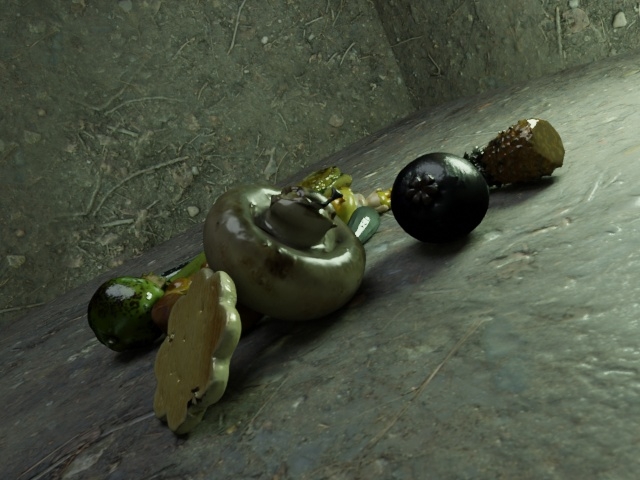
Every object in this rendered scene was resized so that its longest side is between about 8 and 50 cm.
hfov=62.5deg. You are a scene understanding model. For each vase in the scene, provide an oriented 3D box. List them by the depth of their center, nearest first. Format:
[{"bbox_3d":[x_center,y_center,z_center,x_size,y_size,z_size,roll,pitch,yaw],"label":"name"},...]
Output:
[{"bbox_3d":[0.098,-0.013,1.448,0.086,0.086,0.214,-16,21,30],"label":"vase"}]

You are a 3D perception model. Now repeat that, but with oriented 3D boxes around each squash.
[{"bbox_3d":[-0.309,0.082,1.505,0.287,0.137,0.137,-41,10,15],"label":"squash"}]

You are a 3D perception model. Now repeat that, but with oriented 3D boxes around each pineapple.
[{"bbox_3d":[0.460,-0.198,1.408,0.169,0.169,0.340,-37,8,-40],"label":"pineapple"}]

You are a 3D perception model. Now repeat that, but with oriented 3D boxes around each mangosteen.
[{"bbox_3d":[0.276,-0.095,1.217,0.243,0.242,0.243,-23,15,6],"label":"mangosteen"}]

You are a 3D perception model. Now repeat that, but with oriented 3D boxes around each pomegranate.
[{"bbox_3d":[-0.512,0.196,1.480,0.222,0.203,0.276,-11,0,20],"label":"pomegranate"}]

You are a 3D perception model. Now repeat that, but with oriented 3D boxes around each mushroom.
[{"bbox_3d":[-0.064,-0.008,1.129,0.294,0.362,0.362,-65,-6,29],"label":"mushroom"}]

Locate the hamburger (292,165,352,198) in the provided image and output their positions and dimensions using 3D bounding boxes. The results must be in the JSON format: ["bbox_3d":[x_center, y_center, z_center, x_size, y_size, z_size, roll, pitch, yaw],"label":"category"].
[{"bbox_3d":[-0.009,-0.201,2.176,0.285,0.134,0.266,-40,23,-27],"label":"hamburger"}]

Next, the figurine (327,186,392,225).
[{"bbox_3d":[0.119,-0.110,1.691,0.247,0.131,0.156,-10,55,-3],"label":"figurine"}]

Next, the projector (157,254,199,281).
[{"bbox_3d":[-0.373,0.090,1.777,0.338,0.108,0.108,-25,14,-4],"label":"projector"}]

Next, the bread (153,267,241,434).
[{"bbox_3d":[-0.229,0.198,0.972,0.316,0.054,0.315,-36,44,44],"label":"bread"}]

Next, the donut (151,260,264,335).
[{"bbox_3d":[-0.271,0.150,1.318,0.299,0.150,0.317,-26,15,-5],"label":"donut"}]
